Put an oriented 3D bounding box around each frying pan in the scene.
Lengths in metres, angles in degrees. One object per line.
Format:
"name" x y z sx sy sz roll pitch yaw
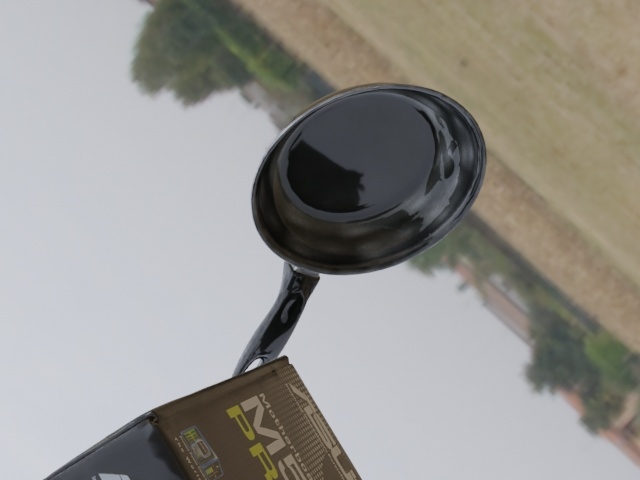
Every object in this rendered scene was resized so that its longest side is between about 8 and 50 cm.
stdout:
"frying pan" 0.029 -0.004 1.096 0.197 0.326 0.053 -4 -137 -16

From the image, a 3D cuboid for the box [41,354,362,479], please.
"box" 0.004 0.191 0.595 0.270 0.060 0.216 59 -168 7
